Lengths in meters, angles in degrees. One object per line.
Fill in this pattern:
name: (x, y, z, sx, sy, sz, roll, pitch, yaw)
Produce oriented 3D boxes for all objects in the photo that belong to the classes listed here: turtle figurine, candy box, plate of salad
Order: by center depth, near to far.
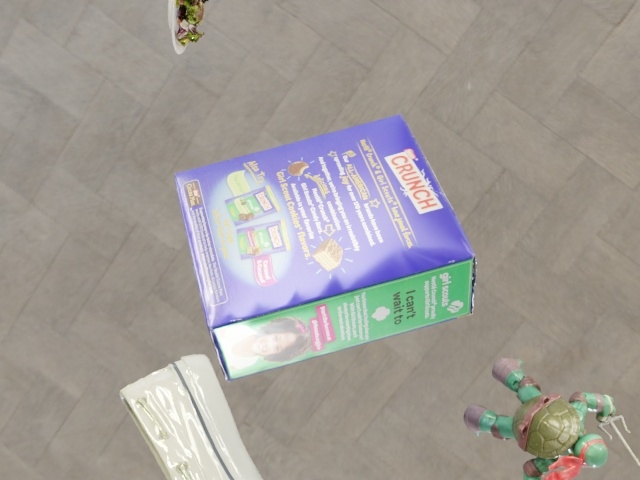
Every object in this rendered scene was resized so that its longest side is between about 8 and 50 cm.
turtle figurine: (0.285, 0.235, 0.980, 0.175, 0.234, 0.118, -41, 122, -12)
candy box: (0.000, 0.000, 1.013, 0.317, 0.268, 0.122, -15, 139, -5)
plate of salad: (-0.206, -0.400, 1.298, 0.048, 0.200, 0.200, 10, 104, -1)

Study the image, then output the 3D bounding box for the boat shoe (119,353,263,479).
boat shoe: (-0.075, 0.182, 0.545, 0.076, 0.226, 0.083, -18, 137, -18)
